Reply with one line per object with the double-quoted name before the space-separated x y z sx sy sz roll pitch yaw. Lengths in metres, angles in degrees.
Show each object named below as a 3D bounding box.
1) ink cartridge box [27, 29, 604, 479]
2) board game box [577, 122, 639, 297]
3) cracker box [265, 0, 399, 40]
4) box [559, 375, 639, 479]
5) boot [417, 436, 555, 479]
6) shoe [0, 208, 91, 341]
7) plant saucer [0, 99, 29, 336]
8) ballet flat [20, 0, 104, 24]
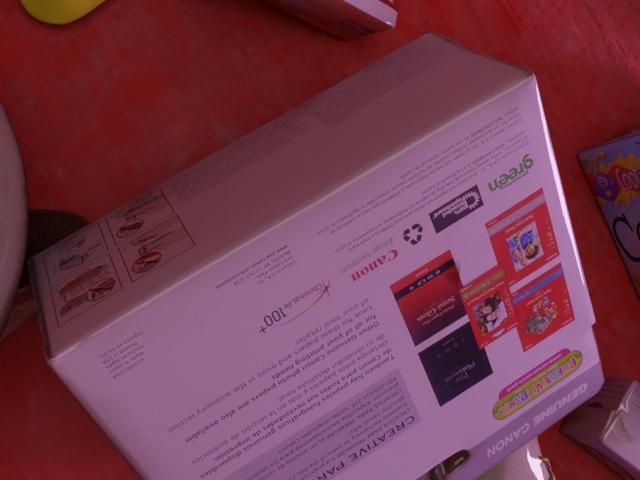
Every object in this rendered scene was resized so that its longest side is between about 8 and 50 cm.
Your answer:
"ink cartridge box" 0.015 0.060 0.552 0.309 0.130 0.272 -30 123 -8
"board game box" 0.367 0.011 0.694 0.144 0.142 0.275 -26 92 -16
"cracker box" 0.003 -0.295 0.632 0.155 0.067 0.232 15 81 -40
"box" 0.358 0.234 0.714 0.324 0.067 0.063 37 78 -10
"boot" 0.170 0.169 0.661 0.213 0.077 0.165 -43 96 -7
"shoe" -0.260 0.043 0.571 0.219 0.058 0.076 -26 62 -20
"plant saucer" -0.369 0.019 0.478 0.400 0.100 0.401 2 64 -4
"ballet flat" -0.146 -0.264 0.612 0.077 0.077 0.231 40 77 -8
